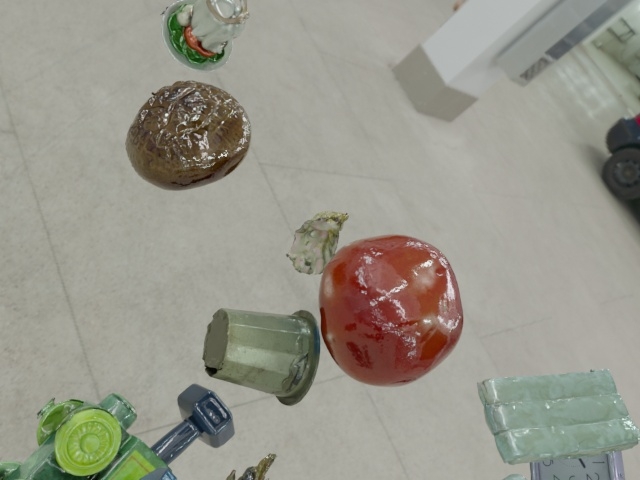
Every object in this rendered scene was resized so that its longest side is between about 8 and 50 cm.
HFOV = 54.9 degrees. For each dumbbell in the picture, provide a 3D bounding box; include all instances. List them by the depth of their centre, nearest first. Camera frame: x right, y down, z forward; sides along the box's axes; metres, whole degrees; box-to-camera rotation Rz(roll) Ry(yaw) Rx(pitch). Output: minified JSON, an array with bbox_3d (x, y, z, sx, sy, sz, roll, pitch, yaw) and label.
[{"bbox_3d":[-0.349,0.473,1.381,0.325,0.160,0.144,-36,117,-32],"label":"dumbbell"}]

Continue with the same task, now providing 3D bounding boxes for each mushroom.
[{"bbox_3d":[-0.265,-0.207,1.222,0.153,0.253,0.253,73,5,-53],"label":"mushroom"}]

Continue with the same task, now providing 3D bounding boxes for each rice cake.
[{"bbox_3d":[0.310,0.227,0.809,0.211,0.038,0.124,5,47,-16],"label":"rice cake"}]

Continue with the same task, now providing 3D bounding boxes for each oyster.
[{"bbox_3d":[-0.009,0.000,1.584,0.133,0.208,0.072,23,34,16],"label":"oyster"}]

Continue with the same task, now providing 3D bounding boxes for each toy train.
[{"bbox_3d":[-0.344,0.340,0.837,0.271,0.159,0.188,-47,110,-29],"label":"toy train"}]

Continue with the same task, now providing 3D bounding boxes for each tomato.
[{"bbox_3d":[0.144,0.129,1.165,0.299,0.226,0.298,15,69,-44],"label":"tomato"}]

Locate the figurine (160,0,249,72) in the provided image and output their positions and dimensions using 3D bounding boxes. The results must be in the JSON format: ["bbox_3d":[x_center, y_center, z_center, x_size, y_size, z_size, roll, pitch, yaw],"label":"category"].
[{"bbox_3d":[-0.176,-0.355,0.990,0.132,0.154,0.132,4,83,-31],"label":"figurine"}]

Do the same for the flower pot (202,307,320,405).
[{"bbox_3d":[-0.137,0.239,1.315,0.203,0.212,0.212,12,47,-27],"label":"flower pot"}]

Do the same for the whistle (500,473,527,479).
[{"bbox_3d":[0.365,0.661,1.485,0.062,0.312,0.062,60,-10,18],"label":"whistle"}]

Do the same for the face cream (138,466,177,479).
[{"bbox_3d":[-0.074,0.364,0.571,0.336,0.080,0.163,56,41,-5],"label":"face cream"}]

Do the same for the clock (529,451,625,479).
[{"bbox_3d":[0.448,0.364,1.083,0.073,0.145,0.193,33,52,-46],"label":"clock"}]

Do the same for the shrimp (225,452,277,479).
[{"bbox_3d":[-0.133,0.517,1.059,0.168,0.317,0.077,26,4,-8],"label":"shrimp"}]
